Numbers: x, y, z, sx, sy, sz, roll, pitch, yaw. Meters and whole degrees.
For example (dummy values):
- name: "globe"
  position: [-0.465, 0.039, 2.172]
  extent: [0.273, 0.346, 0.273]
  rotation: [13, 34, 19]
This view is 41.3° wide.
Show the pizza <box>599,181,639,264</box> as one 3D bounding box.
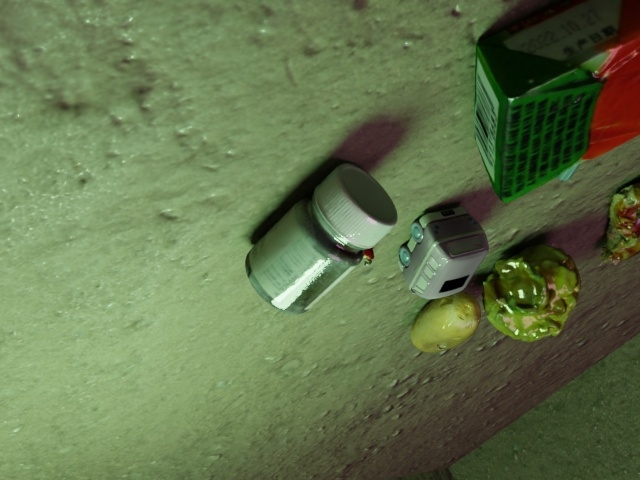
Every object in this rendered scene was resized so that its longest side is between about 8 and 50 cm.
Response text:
- name: "pizza"
  position: [0.942, -0.053, 2.393]
  extent: [0.440, 0.130, 0.406]
  rotation: [-12, 146, -28]

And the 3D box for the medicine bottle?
- name: "medicine bottle"
  position: [0.000, 0.000, 1.575]
  extent: [0.273, 0.165, 0.165]
  rotation: [-43, 149, 25]

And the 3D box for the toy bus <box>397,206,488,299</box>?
- name: "toy bus"
  position: [0.270, 0.035, 1.903]
  extent: [0.142, 0.142, 0.202]
  rotation: [-15, 149, -25]

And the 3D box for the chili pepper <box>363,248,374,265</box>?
- name: "chili pepper"
  position: [0.068, 0.000, 1.768]
  extent: [0.050, 0.059, 0.268]
  rotation: [-65, 151, -13]

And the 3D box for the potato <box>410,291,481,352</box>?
- name: "potato"
  position: [0.339, 0.220, 2.285]
  extent: [0.150, 0.146, 0.234]
  rotation: [33, 142, -10]

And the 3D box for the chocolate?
- name: "chocolate"
  position: [0.444, -0.270, 1.531]
  extent: [0.341, 0.161, 0.360]
  rotation: [-27, 153, -4]

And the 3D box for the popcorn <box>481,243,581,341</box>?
- name: "popcorn"
  position: [0.555, 0.136, 2.259]
  extent: [0.270, 0.224, 0.258]
  rotation: [-13, 133, -12]

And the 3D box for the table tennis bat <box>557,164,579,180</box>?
- name: "table tennis bat"
  position: [0.571, -0.205, 1.861]
  extent: [0.153, 0.040, 0.244]
  rotation: [-46, 166, -23]
